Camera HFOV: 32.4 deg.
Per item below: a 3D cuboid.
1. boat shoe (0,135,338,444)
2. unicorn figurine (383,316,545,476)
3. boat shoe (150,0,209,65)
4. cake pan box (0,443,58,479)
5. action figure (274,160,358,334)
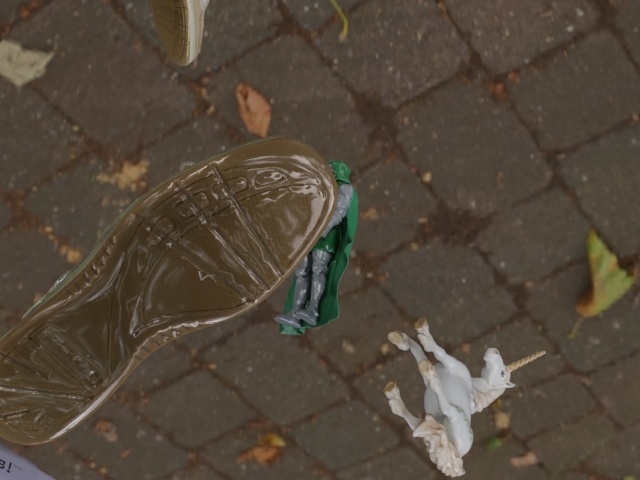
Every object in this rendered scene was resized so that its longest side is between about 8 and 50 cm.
[{"bbox_3d":[-0.117,0.022,0.755,0.285,0.089,0.104,-35,107,2],"label":"boat shoe"},{"bbox_3d":[0.097,0.110,0.821,0.060,0.162,0.111,-21,119,39],"label":"unicorn figurine"},{"bbox_3d":[-0.122,-0.248,1.034,0.059,0.063,0.170,-28,135,-35],"label":"boat shoe"},{"bbox_3d":[-0.319,0.254,0.848,0.267,0.070,0.246,37,105,-20],"label":"cake pan box"},{"bbox_3d":[0.000,0.000,1.430,0.063,0.232,0.137,28,153,-30],"label":"action figure"}]
